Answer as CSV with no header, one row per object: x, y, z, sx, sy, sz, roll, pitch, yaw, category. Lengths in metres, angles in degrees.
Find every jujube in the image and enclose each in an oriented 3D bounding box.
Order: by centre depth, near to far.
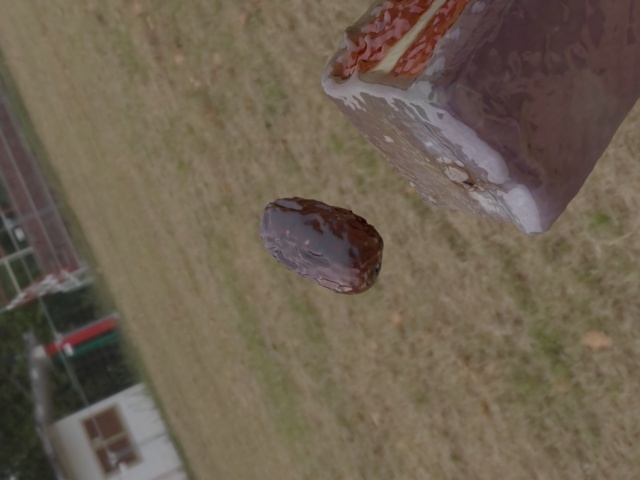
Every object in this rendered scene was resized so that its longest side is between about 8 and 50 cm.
0.000,0.000,0.883,0.129,0.077,0.077,26,144,29,jujube

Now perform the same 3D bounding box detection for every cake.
0.189,-0.192,0.987,0.230,0.309,0.237,46,166,-31,cake
